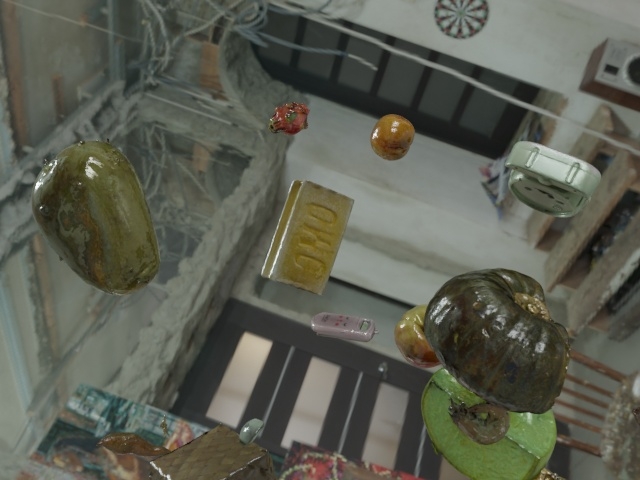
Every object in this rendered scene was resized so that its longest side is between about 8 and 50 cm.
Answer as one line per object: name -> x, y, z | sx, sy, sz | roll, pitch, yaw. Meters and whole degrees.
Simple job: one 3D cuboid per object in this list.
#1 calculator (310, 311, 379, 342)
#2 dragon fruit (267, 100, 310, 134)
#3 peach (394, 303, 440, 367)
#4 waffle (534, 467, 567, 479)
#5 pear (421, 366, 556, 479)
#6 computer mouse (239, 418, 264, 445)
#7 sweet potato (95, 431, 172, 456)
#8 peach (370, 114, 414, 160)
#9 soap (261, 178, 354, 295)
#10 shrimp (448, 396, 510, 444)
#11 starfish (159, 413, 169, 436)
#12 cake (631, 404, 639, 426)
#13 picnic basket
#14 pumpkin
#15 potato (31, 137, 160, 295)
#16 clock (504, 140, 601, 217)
calculator -> 0.061, 0.217, 1.564 | 0.100, 0.174, 0.032 | -51, -34, -70
dragon fruit -> -0.080, -0.301, 1.552 | 0.116, 0.086, 0.081 | -42, -47, -45
peach -> 0.301, 0.275, 1.769 | 0.184, 0.184, 0.184 | 20, -90, -87
waffle -> 0.625, 0.832, 1.760 | 0.376, 0.260, 0.114 | -47, -28, -43
pear -> 0.471, 0.474, 1.681 | 0.318, 0.342, 0.239 | -24, -41, -44
computer mouse -> -0.147, 0.393, 1.281 | 0.056, 0.032, 0.110 | -49, -2, -26
sweet potato -> -0.540, 0.594, 1.813 | 0.068, 0.226, 0.068 | -45, 35, 46
peach -> 0.212, -0.303, 1.856 | 0.138, 0.138, 0.138 | 20, -90, -87
soap -> -0.030, -0.008, 1.644 | 0.089, 0.173, 0.274 | 12, 83, 61
shrimp -> 0.332, 0.374, 1.304 | 0.099, 0.180, 0.041 | -46, 26, 16
starfish -> -0.556, 0.658, 2.213 | 0.086, 0.016, 0.092 | 78, 180, -51
cake -> 0.761, 0.380, 1.378 | 0.295, 0.116, 0.113 | 38, -150, -48
picnic basket -> -0.239, 0.659, 1.511 | 0.293, 0.337, 0.337 | -22, -33, -31
pumpkin -> 0.311, 0.187, 1.207 | 0.325, 0.232, 0.242 | -84, 7, -68
potato -> -0.511, -0.040, 1.424 | 0.219, 0.269, 0.359 | -21, -90, -59
clock -> 0.707, -0.170, 1.924 | 0.109, 0.265, 0.324 | -61, -23, -9
